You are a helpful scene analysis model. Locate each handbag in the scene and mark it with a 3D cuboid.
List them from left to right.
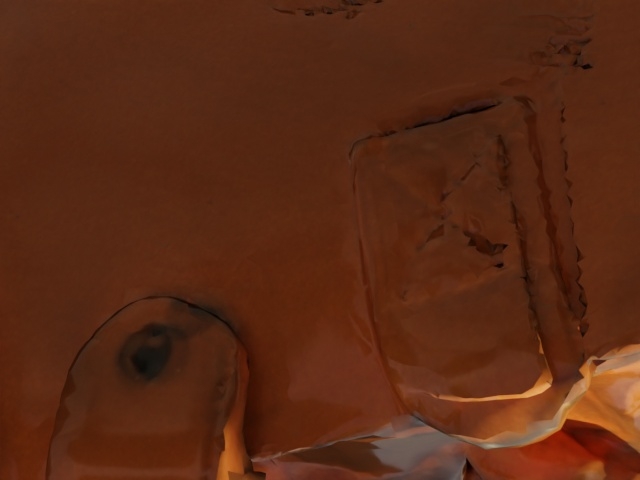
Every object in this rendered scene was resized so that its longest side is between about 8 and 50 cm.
[{"bbox_3d":[-0.039,-0.023,0.578,0.410,0.303,0.116,-17,145,20],"label":"handbag"}]
